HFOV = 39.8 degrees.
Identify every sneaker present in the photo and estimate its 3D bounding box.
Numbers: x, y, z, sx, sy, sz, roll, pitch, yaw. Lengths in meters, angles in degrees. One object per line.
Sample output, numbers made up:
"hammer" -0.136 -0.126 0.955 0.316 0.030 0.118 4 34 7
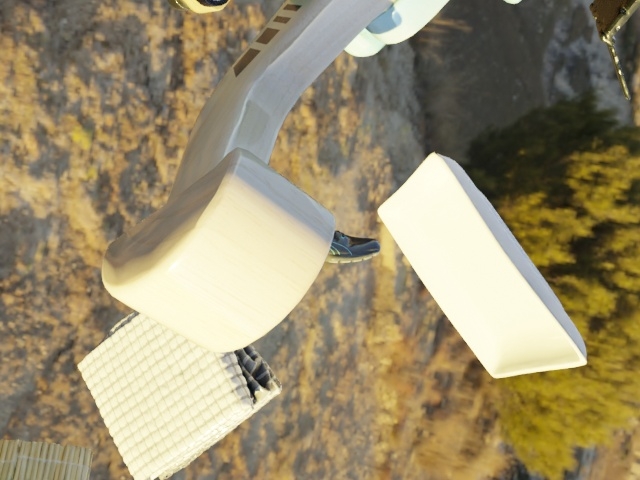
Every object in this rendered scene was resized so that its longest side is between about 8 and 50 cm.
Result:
"sneaker" 0.000 0.000 1.880 0.101 0.267 0.106 173 -85 -75

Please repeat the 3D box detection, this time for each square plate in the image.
"square plate" 0.235 0.047 1.335 0.049 0.347 0.344 -33 176 -14

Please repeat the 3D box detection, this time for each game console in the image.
"game console" 0.326 -0.226 0.927 0.107 0.071 0.122 -53 -170 30

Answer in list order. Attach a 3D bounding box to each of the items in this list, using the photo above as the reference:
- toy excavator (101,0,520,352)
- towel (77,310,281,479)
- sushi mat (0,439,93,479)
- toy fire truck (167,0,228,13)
"toy excavator" 0.018 -0.187 0.624 0.445 0.222 0.433 -47 -150 15
"towel" -0.215 0.206 1.347 0.284 0.235 0.121 -39 159 26
"sushi mat" -0.323 0.344 0.863 0.019 0.151 0.316 103 -11 -51
"toy fire truck" -0.157 -0.482 1.266 0.217 0.158 0.246 44 73 -31
